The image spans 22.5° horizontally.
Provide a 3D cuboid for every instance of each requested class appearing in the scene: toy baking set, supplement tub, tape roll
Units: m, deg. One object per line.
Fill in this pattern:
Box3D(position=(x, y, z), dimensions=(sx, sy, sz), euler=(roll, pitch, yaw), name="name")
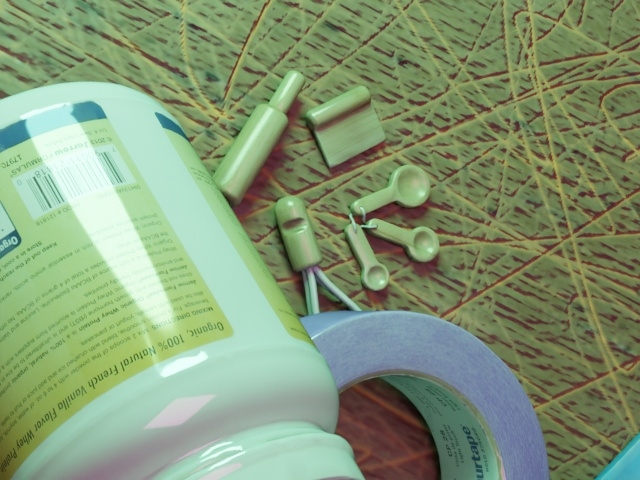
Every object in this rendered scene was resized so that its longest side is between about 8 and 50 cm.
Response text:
Box3D(position=(-0.005, -0.005, 1.268), dimensions=(0.197, 0.030, 0.256), euler=(41, 68, -14), name="toy baking set")
Box3D(position=(-0.128, 0.079, 1.033), dimensions=(0.228, 0.228, 0.316), euler=(-19, 62, -26), name="supplement tub")
Box3D(position=(0.037, 0.190, 1.211), dimensions=(0.275, 0.090, 0.274), euler=(2, 86, -28), name="tape roll")

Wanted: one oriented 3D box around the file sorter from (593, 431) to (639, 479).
Box3D(position=(0.338, 0.233, 1.348), dimensions=(0.118, 0.104, 0.170), euler=(-40, 99, -24), name="file sorter")
